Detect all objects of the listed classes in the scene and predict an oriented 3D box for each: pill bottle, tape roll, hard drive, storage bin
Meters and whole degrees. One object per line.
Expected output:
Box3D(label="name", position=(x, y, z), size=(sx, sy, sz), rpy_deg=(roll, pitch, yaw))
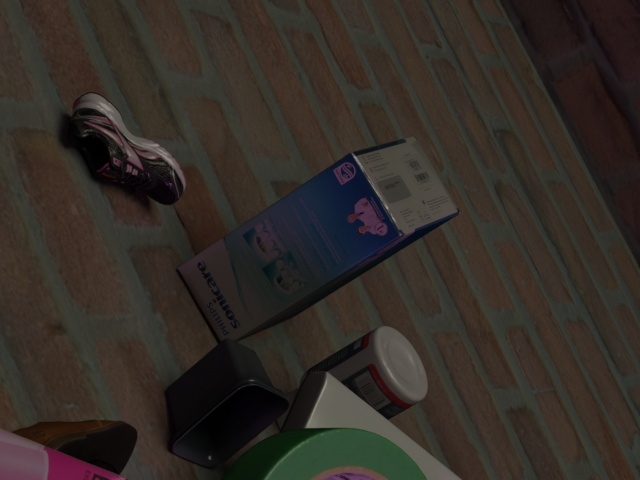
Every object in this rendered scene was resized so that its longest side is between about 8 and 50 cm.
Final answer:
Box3D(label="pill bottle", position=(0.036, 0.194, 2.214), size=(0.108, 0.180, 0.108), rpy_deg=(42, 30, -30))
Box3D(label="tape roll", position=(0.006, 0.366, 1.917), size=(0.321, 0.077, 0.321), rpy_deg=(6, 81, -40))
Box3D(label="hard drive", position=(0.067, 0.345, 2.056), size=(0.353, 0.047, 0.233), rpy_deg=(41, 61, -31))
Box3D(label="storage bin", position=(-0.111, 0.185, 2.033), size=(0.098, 0.135, 0.091), rpy_deg=(31, 27, -43))

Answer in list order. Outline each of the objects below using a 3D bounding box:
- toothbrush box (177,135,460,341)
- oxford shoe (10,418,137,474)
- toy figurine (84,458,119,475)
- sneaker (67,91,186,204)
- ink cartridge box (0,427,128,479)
Box3D(label="toothbrush box", position=(0.000, 0.000, 2.240), size=(0.126, 0.295, 0.216), rpy_deg=(59, 26, 5))
Box3D(label="oxford shoe", position=(-0.257, 0.211, 1.813), size=(0.076, 0.076, 0.212), rpy_deg=(23, 2, 22))
Box3D(label="toy figurine", position=(-0.256, 0.298, 1.613), size=(0.209, 0.148, 0.213), rpy_deg=(15, 48, -55))
Box3D(label="sneaker", position=(-0.252, -0.098, 2.187), size=(0.178, 0.072, 0.077), rpy_deg=(39, 42, -18))
Box3D(label="ink cartridge box", position=(-0.289, 0.249, 1.471), size=(0.371, 0.069, 0.176), rpy_deg=(24, 58, -10))
